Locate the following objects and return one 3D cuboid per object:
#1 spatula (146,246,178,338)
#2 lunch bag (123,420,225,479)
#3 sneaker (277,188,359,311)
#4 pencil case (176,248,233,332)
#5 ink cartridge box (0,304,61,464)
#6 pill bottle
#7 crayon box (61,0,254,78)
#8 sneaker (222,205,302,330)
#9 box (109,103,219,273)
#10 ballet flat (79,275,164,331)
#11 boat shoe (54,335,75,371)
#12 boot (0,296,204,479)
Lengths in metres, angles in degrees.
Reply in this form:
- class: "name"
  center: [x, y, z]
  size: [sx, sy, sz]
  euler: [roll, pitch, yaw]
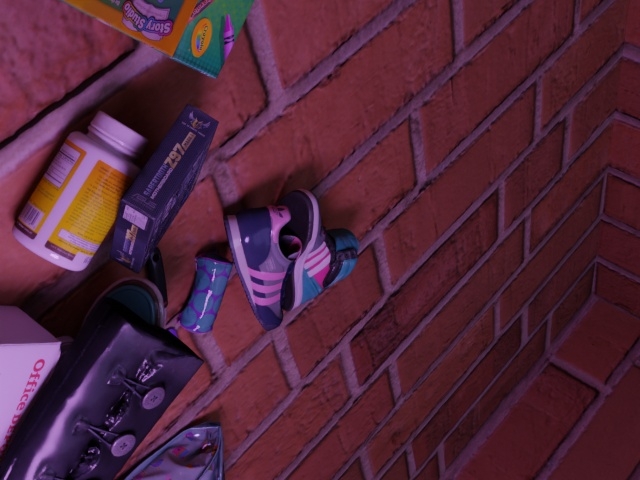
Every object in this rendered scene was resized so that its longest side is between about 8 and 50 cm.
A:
- class: "spatula"
  center: [-0.287, 0.133, 1.549]
  size: [0.084, 0.030, 0.296]
  euler: [-31, 139, -39]
- class: "lunch bag"
  center: [-0.278, 0.525, 1.778]
  size: [0.262, 0.160, 0.223]
  euler: [-43, 143, -44]
- class: "sneaker"
  center: [0.000, 0.000, 1.744]
  size: [0.178, 0.124, 0.295]
  euler: [-26, 144, -35]
- class: "pencil case"
  center: [-0.212, 0.095, 1.589]
  size: [0.064, 0.070, 0.151]
  euler: [-77, -175, -75]
- class: "ink cartridge box"
  center: [-0.539, 0.207, 1.165]
  size: [0.307, 0.129, 0.223]
  euler: [9, 109, -57]
- class: "pill bottle"
  center: [-0.334, -0.073, 1.228]
  size: [0.215, 0.117, 0.117]
  euler: [-58, 149, 0]
- class: "crayon box"
  center: [-0.204, -0.324, 1.042]
  size: [0.081, 0.278, 0.165]
  euler: [16, 103, -57]
- class: "sneaker"
  center: [-0.088, 0.058, 1.649]
  size: [0.131, 0.112, 0.319]
  euler: [-18, 141, -3]
- class: "box"
  center: [-0.235, -0.071, 1.281]
  size: [0.183, 0.059, 0.232]
  euler: [-61, -175, -26]
- class: "ballet flat"
  center: [-0.347, 0.218, 1.471]
  size: [0.139, 0.139, 0.400]
  euler: [-5, 124, -53]
- class: "boat shoe"
  center: [-0.455, 0.256, 1.369]
  size: [0.227, 0.081, 0.079]
  euler: [-50, 147, -14]
- class: "boot"
  center: [-0.333, 0.343, 1.337]
  size: [0.445, 0.146, 0.367]
  euler: [-60, 151, -10]
